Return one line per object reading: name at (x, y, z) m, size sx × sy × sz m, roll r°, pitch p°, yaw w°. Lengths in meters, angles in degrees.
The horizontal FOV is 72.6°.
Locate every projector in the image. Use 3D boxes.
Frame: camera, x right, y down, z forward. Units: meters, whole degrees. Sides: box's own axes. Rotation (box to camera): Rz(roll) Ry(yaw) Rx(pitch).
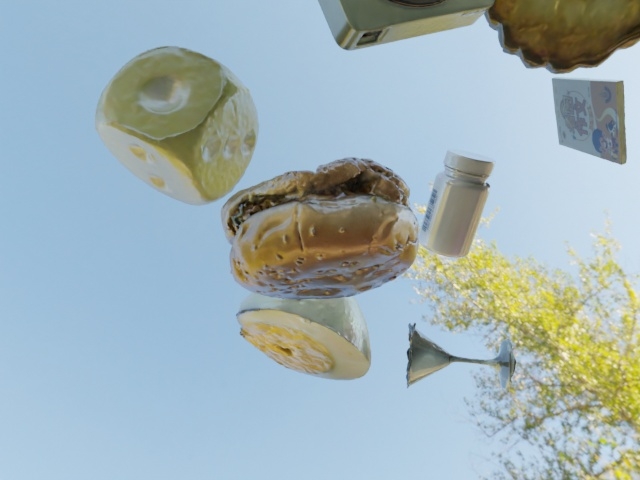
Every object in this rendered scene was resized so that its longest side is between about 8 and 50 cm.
projector at (0.091, -0.410, 0.612) m, size 0.257 × 0.079 × 0.259 m, roll -22°, pitch -91°, yaw -23°

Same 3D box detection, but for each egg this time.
egg at (-0.021, 0.177, 1.037) m, size 0.337 × 0.201 × 0.337 m, roll 14°, pitch -33°, yaw 9°

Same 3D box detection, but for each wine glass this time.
wine glass at (0.318, 0.278, 1.015) m, size 0.232 × 0.156 × 0.156 m, roll 3°, pitch -68°, yaw 10°

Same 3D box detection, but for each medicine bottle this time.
medicine bottle at (0.256, -0.070, 0.820) m, size 0.102 × 0.103 × 0.187 m, roll 5°, pitch -68°, yaw -15°

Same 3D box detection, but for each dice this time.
dice at (-0.203, -0.165, 0.651) m, size 0.169 × 0.169 × 0.166 m, roll 25°, pitch -112°, yaw 13°

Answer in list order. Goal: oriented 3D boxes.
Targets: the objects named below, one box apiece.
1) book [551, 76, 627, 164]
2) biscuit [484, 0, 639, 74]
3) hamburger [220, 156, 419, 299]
book at (0.721, -0.334, 1.181) m, size 0.020 × 0.295 × 0.208 m, roll -17°, pitch -69°, yaw 5°
biscuit at (0.418, -0.457, 0.707) m, size 0.329 × 0.078 × 0.335 m, roll -34°, pitch -91°, yaw 17°
hamburger at (0.000, 0.000, 0.561) m, size 0.243 × 0.286 × 0.146 m, roll -6°, pitch -106°, yaw -10°
